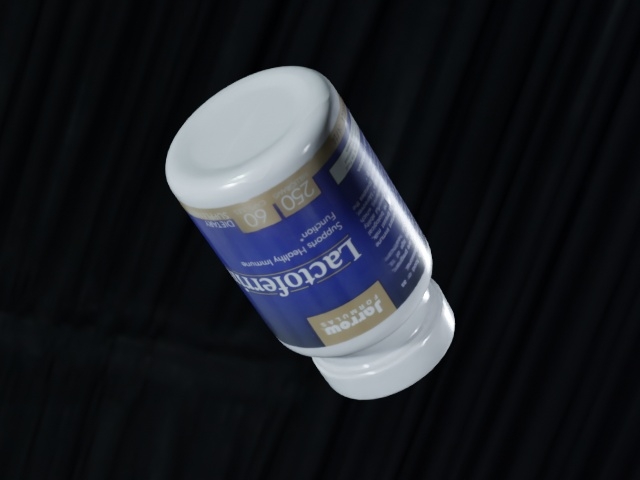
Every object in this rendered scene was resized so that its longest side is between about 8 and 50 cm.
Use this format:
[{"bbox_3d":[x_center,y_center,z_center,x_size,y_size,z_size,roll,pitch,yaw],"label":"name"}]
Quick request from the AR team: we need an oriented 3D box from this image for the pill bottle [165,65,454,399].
[{"bbox_3d":[0.000,0.000,1.424,0.264,0.153,0.153,56,2,-33],"label":"pill bottle"}]
